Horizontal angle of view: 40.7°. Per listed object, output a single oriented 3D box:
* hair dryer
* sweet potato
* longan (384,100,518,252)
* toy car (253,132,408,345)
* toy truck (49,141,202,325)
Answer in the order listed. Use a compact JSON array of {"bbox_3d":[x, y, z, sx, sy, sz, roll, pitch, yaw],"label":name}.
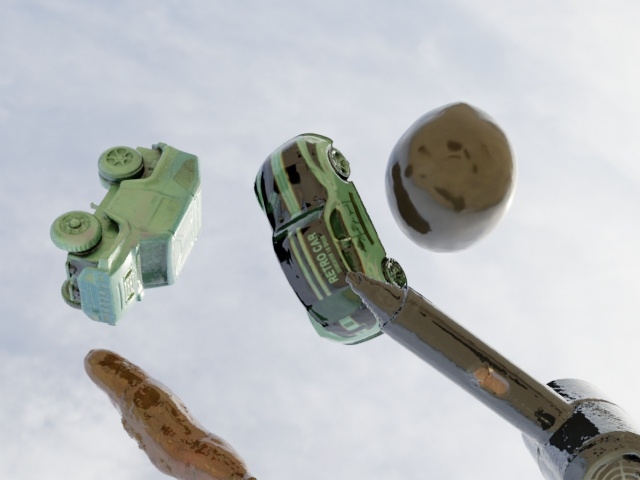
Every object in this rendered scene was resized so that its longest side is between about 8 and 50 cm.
[{"bbox_3d":[0.167,0.141,0.837,0.352,0.107,0.189,35,-174,-5],"label":"hair dryer"},{"bbox_3d":[-0.229,0.285,1.289,0.355,0.106,0.095,33,-134,25],"label":"sweet potato"},{"bbox_3d":[0.185,-0.088,1.207,0.198,0.198,0.212,32,-96,1],"label":"longan"},{"bbox_3d":[0.000,0.000,1.182,0.125,0.136,0.305,-15,-102,-61],"label":"toy car"},{"bbox_3d":[-0.271,-0.016,1.250,0.156,0.155,0.278,13,-135,6],"label":"toy truck"}]
